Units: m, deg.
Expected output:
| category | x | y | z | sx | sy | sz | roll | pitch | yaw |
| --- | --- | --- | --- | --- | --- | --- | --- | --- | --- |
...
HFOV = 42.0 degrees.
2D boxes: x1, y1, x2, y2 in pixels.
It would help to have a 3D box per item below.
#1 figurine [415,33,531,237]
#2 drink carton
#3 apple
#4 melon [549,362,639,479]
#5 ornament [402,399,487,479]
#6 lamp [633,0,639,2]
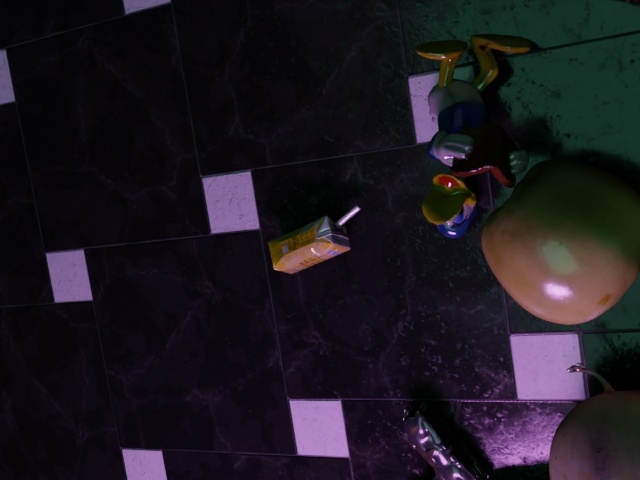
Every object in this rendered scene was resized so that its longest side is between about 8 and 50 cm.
| category | x | y | z | sx | sy | sz | roll | pitch | yaw |
| --- | --- | --- | --- | --- | --- | --- | --- | --- | --- |
| figurine | 0.257 | -0.143 | 1.380 | 0.205 | 0.283 | 0.338 | -3 | 122 | -12 |
| drink carton | 0.000 | 0.000 | 1.599 | 0.200 | 0.084 | 0.074 | -23 | 65 | 30 |
| apple | 0.384 | 0.000 | 1.295 | 0.262 | 0.262 | 0.262 | 5 | 102 | 26 |
| melon | 0.492 | 0.377 | 1.314 | 0.272 | 0.272 | 0.308 | 6 | 71 | 26 |
| ornament | 0.170 | 0.444 | 1.595 | 0.202 | 0.080 | 0.236 | 50 | 117 | 7 |
| lamp | 0.427 | -0.443 | 1.278 | 0.253 | 0.118 | 0.118 | 22 | 109 | 21 |
